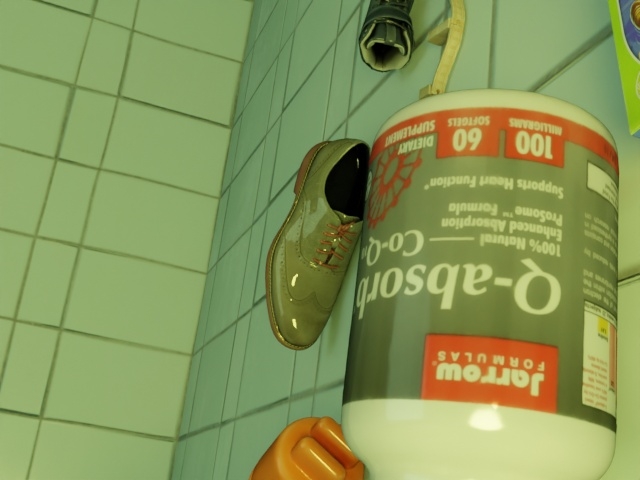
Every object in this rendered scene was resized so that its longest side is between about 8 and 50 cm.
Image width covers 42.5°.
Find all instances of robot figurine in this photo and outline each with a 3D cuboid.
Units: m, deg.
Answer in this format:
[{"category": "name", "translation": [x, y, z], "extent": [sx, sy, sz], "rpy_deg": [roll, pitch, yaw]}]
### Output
[{"category": "robot figurine", "translation": [-0.025, 0.320, 1.095], "extent": [0.219, 0.128, 0.158], "rpy_deg": [122, 155, -46]}]

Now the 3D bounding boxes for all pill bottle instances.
[{"category": "pill bottle", "translation": [0.128, 0.082, 0.658], "extent": [0.210, 0.210, 0.362], "rpy_deg": [142, 138, -64]}]

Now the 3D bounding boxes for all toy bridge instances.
[{"category": "toy bridge", "translation": [0.170, -0.283, 1.115], "extent": [0.063, 0.026, 0.188], "rpy_deg": [163, 119, -68]}]

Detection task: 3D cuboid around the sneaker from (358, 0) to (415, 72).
[{"category": "sneaker", "translation": [0.114, -0.361, 1.226], "extent": [0.163, 0.086, 0.226], "rpy_deg": [-82, 5, -55]}]

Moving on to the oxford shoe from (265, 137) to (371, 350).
[{"category": "oxford shoe", "translation": [0.000, 0.000, 1.284], "extent": [0.130, 0.123, 0.348], "rpy_deg": [-9, 70, 66]}]

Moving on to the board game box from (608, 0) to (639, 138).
[{"category": "board game box", "translation": [0.305, -0.266, 0.584], "extent": [0.233, 0.078, 0.346], "rpy_deg": [129, 149, -55]}]
